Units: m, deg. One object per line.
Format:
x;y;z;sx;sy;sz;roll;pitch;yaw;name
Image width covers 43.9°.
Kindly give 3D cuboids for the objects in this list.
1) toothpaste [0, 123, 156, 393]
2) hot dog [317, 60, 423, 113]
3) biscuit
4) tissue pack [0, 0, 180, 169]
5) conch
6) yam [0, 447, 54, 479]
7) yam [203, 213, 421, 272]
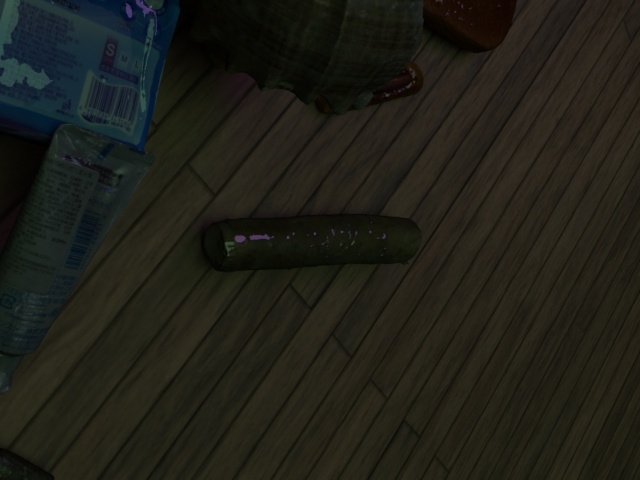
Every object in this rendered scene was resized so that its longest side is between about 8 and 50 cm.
-0.285;0.021;0.816;0.114;0.073;0.299;20;107;-46;toothpaste
0.082;-0.237;1.202;0.215;0.047;0.066;-19;106;-39;hot dog
0.232;-0.456;1.304;0.277;0.052;0.262;13;83;-42;biscuit
-0.298;-0.200;0.792;0.263;0.146;0.198;15;87;-42;tissue pack
-0.040;-0.270;0.885;0.297;0.352;0.210;47;65;-2;conch
-0.345;0.264;0.892;0.094;0.043;0.043;47;66;-35;yam
0.000;0.000;1.142;0.371;0.083;0.083;0;96;-41;yam
